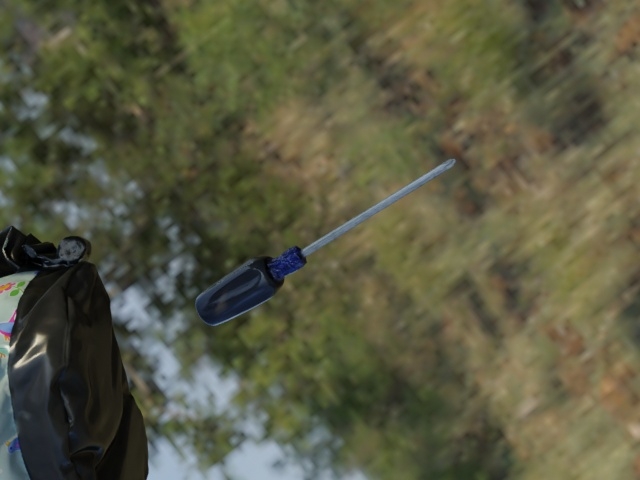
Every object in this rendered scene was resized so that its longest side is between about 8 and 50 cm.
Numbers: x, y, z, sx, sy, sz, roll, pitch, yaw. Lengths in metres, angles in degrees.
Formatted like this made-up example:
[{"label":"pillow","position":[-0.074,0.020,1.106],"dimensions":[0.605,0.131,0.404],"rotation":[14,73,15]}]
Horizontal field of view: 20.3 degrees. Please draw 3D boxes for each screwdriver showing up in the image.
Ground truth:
[{"label":"screwdriver","position":[0.000,0.000,0.920],"dimensions":[0.025,0.170,0.024],"rotation":[-4,-114,-56]}]

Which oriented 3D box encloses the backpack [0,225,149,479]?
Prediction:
[{"label":"backpack","position":[-0.184,0.083,0.834],"dimensions":[0.115,0.182,0.152],"rotation":[-73,-24,-64]}]
